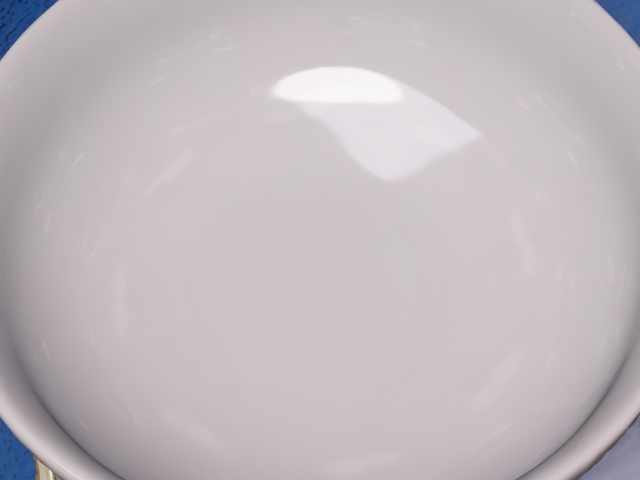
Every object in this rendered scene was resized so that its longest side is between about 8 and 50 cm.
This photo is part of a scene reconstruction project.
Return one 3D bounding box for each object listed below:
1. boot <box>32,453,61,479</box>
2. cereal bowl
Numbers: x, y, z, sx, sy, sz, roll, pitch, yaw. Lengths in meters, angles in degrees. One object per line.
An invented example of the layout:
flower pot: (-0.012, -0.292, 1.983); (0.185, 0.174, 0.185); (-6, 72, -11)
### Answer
boot: (-0.082, 0.115, 0.536); (0.165, 0.077, 0.213); (-5, 81, 18)
cereal bowl: (0.000, 0.000, 0.475); (0.339, 0.141, 0.339); (-1, 62, 2)
